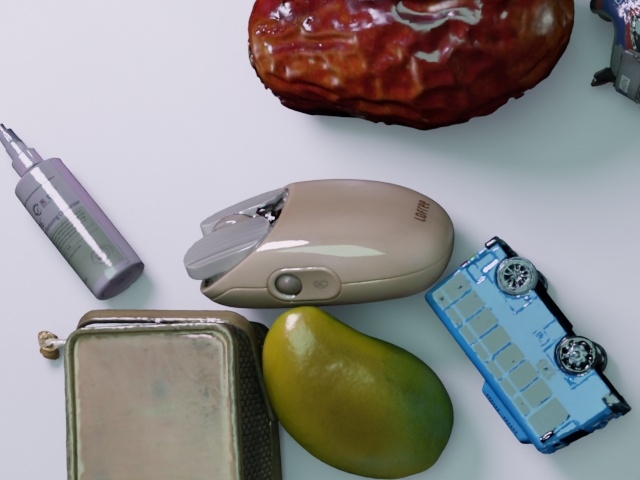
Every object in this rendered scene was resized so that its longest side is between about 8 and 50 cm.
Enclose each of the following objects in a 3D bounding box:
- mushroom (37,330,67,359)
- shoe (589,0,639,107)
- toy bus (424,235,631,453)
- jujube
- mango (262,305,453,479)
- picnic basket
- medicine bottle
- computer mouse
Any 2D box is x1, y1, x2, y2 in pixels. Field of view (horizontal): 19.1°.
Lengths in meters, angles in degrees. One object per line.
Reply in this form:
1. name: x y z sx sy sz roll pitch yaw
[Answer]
1. mushroom: -0.146 0.159 1.756 0.286 0.026 0.028 30 105 13
2. shoe: 0.297 -0.150 1.661 0.125 0.099 0.227 -22 83 15
3. toy bus: 0.181 0.097 1.657 0.106 0.090 0.185 -38 74 6
4. jujube: 0.078 -0.190 1.668 0.290 0.197 0.197 -7 80 27
5. mango: 0.027 0.138 1.666 0.191 0.085 0.122 29 112 -9
6. picnic basket: -0.128 0.190 1.666 0.165 0.139 0.267 -4 88 13
7. medicine bottle: -0.245 -0.035 1.784 0.057 0.057 0.199 -40 76 4
8. computer mouse: 0.000 0.000 1.683 0.236 0.145 0.082 -2 118 14
